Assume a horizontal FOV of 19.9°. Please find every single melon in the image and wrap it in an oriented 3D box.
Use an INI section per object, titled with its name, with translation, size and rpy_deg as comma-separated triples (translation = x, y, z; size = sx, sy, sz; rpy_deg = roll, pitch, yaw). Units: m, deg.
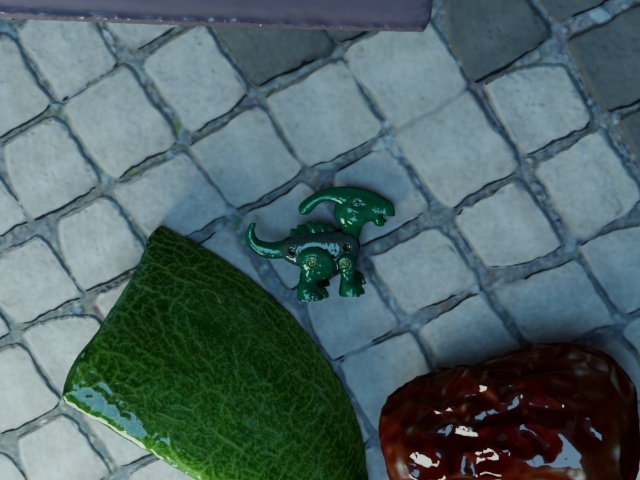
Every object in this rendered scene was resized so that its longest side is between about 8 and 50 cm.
[melon]
translation = -0.069, 0.155, 1.642
size = 0.323, 0.196, 0.124
rpy_deg = 37, 149, -13

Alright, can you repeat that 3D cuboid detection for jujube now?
[jujube]
translation = 0.164, 0.172, 1.585
size = 0.230, 0.155, 0.155
rpy_deg = -11, 109, 17

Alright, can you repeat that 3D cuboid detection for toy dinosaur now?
[toy dinosaur]
translation = 0.000, 0.000, 1.602
size = 0.132, 0.059, 0.096
rpy_deg = -2, 103, 3

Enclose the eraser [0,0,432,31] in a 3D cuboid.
[eraser]
translation = -0.078, -0.282, 1.290
size = 0.359, 0.122, 0.272
rpy_deg = 0, 136, -15
